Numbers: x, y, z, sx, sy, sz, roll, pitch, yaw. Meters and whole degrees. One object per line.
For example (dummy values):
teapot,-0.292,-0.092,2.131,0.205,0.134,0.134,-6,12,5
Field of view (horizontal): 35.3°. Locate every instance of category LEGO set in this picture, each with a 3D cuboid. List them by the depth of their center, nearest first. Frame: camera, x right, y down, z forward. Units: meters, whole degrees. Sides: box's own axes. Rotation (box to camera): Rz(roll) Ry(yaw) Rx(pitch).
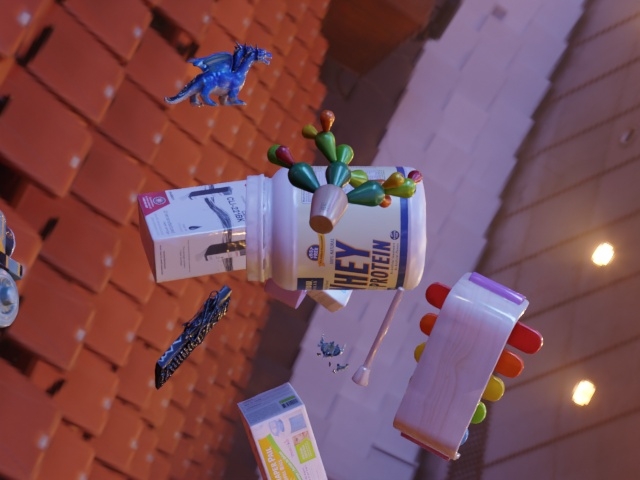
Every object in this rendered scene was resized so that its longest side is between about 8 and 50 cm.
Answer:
LEGO set,0.020,0.202,1.773,0.023,0.054,0.083,83,0,-49

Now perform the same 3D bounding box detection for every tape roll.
tape roll,-0.033,0.023,2.412,0.274,0.090,0.275,-62,177,-5

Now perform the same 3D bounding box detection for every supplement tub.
supplement tub,0.024,-0.023,1.894,0.235,0.325,0.235,180,-90,-88

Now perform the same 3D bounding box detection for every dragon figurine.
dragon figurine,-0.236,-0.365,2.200,0.085,0.289,0.143,7,-77,52

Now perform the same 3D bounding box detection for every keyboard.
keyboard,-0.193,0.154,1.599,0.192,0.038,0.100,-51,161,-35

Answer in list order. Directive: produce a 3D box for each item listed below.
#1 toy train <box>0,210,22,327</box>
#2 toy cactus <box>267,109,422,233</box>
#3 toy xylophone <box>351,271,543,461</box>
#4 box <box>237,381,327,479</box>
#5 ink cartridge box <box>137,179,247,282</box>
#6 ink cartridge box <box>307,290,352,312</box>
toy train,-0.478,-0.003,1.220,0.142,0.334,0.190,-10,-113,15
toy cactus,0.027,-0.083,1.394,0.180,0.219,0.112,-71,-175,-48
toy xylophone,0.198,0.197,1.645,0.322,0.236,0.081,-61,164,18
box,-0.070,0.397,1.934,0.114,0.203,0.103,-21,-158,-12
ink cartridge box,-0.239,-0.025,2.155,0.197,0.273,0.114,-122,-151,-53
ink cartridge box,0.000,0.000,2.657,0.066,0.261,0.296,-34,-155,51
